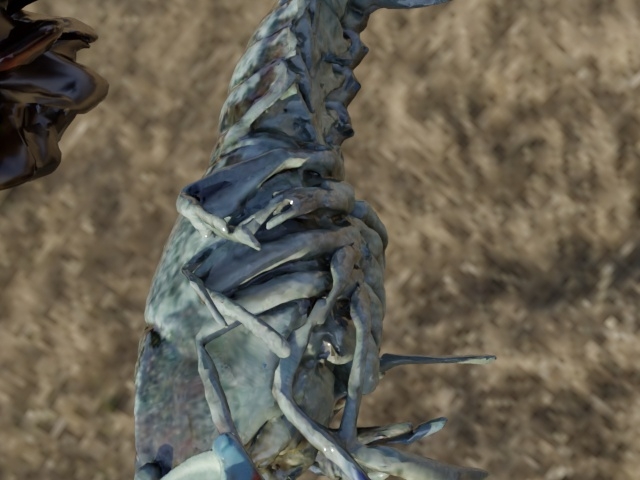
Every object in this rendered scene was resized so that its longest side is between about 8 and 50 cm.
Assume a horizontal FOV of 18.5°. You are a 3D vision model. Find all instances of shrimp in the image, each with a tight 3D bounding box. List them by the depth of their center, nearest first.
[{"bbox_3d":[-0.004,0.003,0.971,0.166,0.221,0.410,-9,57,20],"label":"shrimp"}]

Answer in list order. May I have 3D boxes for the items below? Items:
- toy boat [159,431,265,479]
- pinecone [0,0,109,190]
[{"bbox_3d":[-0.076,0.135,0.674,0.173,0.059,0.069,-47,35,10],"label":"toy boat"},{"bbox_3d":[-0.263,-0.157,1.086,0.242,0.296,0.298,-34,26,13],"label":"pinecone"}]
